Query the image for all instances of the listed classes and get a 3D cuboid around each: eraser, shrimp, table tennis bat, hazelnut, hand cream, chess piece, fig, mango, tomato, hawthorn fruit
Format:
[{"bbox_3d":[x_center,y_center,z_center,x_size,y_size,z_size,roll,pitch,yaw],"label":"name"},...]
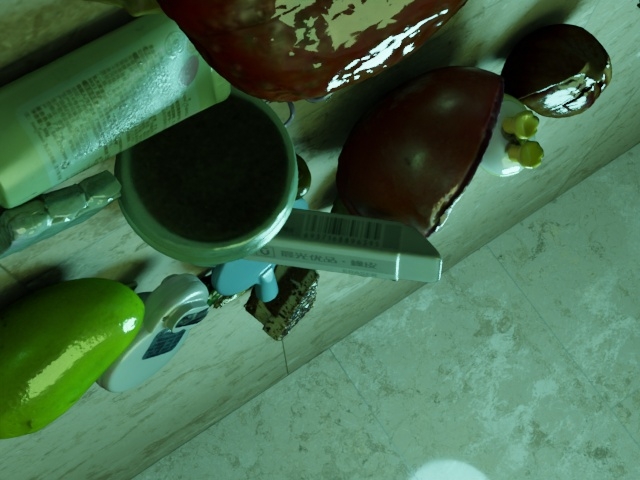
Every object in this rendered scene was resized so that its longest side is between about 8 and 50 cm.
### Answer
[{"bbox_3d":[0.000,0.000,1.217,0.352,0.061,0.089,7,153,8],"label":"eraser"},{"bbox_3d":[-0.165,0.093,1.663,0.114,0.023,0.083,-33,164,-29],"label":"shrimp"},{"bbox_3d":[-0.102,0.028,1.483,0.215,0.044,0.329,-43,162,-18],"label":"table tennis bat"},{"bbox_3d":[0.402,-0.283,1.455,0.201,0.160,0.170,-32,168,-35],"label":"hazelnut"},{"bbox_3d":[-0.211,-0.115,0.756,0.306,0.093,0.147,-31,149,-20],"label":"hand cream"},{"bbox_3d":[-0.133,-0.050,0.998,0.194,0.194,0.299,-32,175,-12],"label":"chess piece"},{"bbox_3d":[-0.057,-0.090,1.229,0.074,0.074,0.088,-23,-172,-38],"label":"fig"},{"bbox_3d":[-0.372,0.149,1.131,0.273,0.149,0.185,-43,158,8],"label":"mango"},{"bbox_3d":[0.133,-0.143,1.286,0.290,0.176,0.335,-63,-178,-14],"label":"tomato"},{"bbox_3d":[-0.004,-0.223,0.588,0.262,0.258,0.258,-63,165,-2],"label":"hawthorn fruit"}]

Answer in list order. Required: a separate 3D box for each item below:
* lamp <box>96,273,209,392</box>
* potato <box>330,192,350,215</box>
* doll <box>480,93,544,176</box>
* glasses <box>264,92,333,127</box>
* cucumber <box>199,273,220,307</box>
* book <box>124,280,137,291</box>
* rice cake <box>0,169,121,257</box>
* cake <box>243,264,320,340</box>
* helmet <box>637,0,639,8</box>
[{"bbox_3d":[-0.278,0.136,1.329,0.246,0.108,0.179,-46,168,19],"label":"lamp"},{"bbox_3d":[0.134,-0.083,1.519,0.298,0.141,0.176,-39,-172,27],"label":"potato"},{"bbox_3d":[0.295,-0.192,1.453,0.117,0.141,0.296,-19,-162,3],"label":"doll"},{"bbox_3d":[-0.047,-0.196,0.996,0.140,0.062,0.104,-36,144,2],"label":"glasses"},{"bbox_3d":[-0.276,0.150,1.522,0.293,0.067,0.067,-40,165,13],"label":"cucumber"},{"bbox_3d":[-0.372,0.120,1.306,0.172,0.012,0.118,-20,159,-44],"label":"book"},{"bbox_3d":[-0.281,-0.020,0.849,0.124,0.038,0.211,-29,-172,-27],"label":"rice cake"},{"bbox_3d":[-0.049,0.074,1.695,0.135,0.112,0.246,-37,163,-44],"label":"cake"},{"bbox_3d":[0.470,-0.439,1.075,0.305,0.177,0.225,-32,173,-40],"label":"helmet"}]
